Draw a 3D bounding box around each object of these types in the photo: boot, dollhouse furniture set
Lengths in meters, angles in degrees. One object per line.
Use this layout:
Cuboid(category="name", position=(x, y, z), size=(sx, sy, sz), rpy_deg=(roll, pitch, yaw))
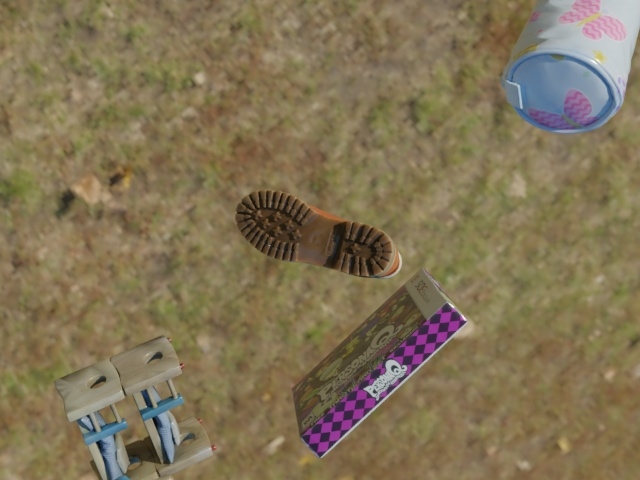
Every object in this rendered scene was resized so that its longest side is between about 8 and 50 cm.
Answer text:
Cuboid(category="boot", position=(0.000, 0.000, 1.274), size=(0.059, 0.158, 0.085), rpy_deg=(-70, 162, 0))
Cuboid(category="dollhouse furniture set", position=(-0.171, 0.213, 1.414), size=(0.129, 0.183, 0.129), rpy_deg=(-23, 124, -11))

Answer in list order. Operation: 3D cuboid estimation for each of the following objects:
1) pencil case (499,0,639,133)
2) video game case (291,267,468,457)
Cuboid(category="pencil case", position=(0.268, -0.234, 1.429), size=(0.113, 0.124, 0.273), rpy_deg=(95, 12, -50))
Cuboid(category="video game case", position=(0.064, 0.140, 1.663), size=(0.232, 0.042, 0.210), rpy_deg=(-43, -171, 4))
